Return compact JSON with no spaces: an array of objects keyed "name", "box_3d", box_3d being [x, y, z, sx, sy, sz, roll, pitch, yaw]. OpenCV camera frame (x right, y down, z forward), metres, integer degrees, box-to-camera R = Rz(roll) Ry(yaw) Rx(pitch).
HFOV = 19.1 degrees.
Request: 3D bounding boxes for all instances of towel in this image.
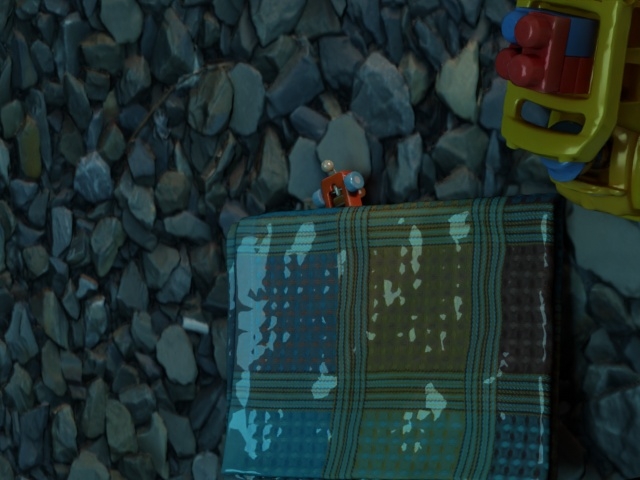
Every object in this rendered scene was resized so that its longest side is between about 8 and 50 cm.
[{"name":"towel","box_3d":[0.056,0.097,1.756,0.370,0.040,0.271,-4,80,37]}]

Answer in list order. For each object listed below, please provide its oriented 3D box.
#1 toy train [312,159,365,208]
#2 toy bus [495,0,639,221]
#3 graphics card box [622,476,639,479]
[{"name":"toy train","box_3d":[0.000,0.000,1.883,0.166,0.046,0.125,-31,70,41]},{"name":"toy bus","box_3d":[0.214,-0.120,1.517,0.149,0.211,0.220,20,109,43]},{"name":"graphics card box","box_3d":[0.402,0.286,1.438,0.371,0.094,0.232,-11,86,46]}]
